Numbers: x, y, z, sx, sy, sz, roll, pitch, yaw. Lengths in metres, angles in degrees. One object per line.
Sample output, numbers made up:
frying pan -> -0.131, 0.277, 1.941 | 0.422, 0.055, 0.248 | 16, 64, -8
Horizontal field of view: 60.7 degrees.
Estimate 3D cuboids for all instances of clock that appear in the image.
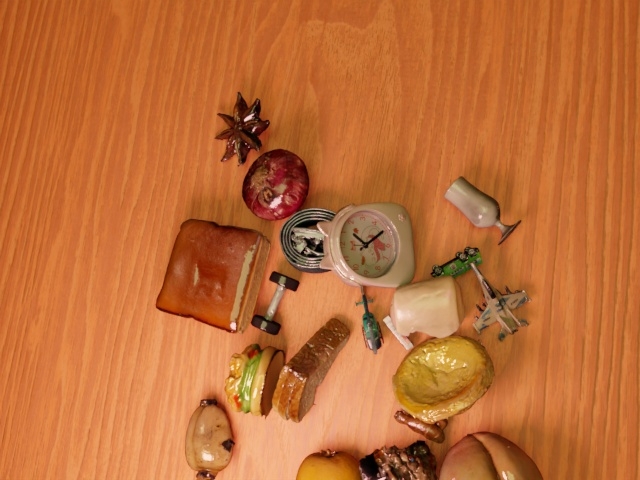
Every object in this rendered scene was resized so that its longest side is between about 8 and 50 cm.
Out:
clock -> 0.132, 0.015, 1.665 | 0.324, 0.108, 0.265 | 2, 81, -26

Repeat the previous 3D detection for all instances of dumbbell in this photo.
dumbbell -> -0.148, 0.203, 1.772 | 0.100, 0.100, 0.191 | 21, 84, 14

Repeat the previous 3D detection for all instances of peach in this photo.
peach -> 0.462, 0.677, 1.492 | 0.292, 0.247, 0.292 | -5, 58, 7

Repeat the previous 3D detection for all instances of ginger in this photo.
ginger -> 0.307, 0.530, 1.636 | 0.162, 0.073, 0.103 | 22, 84, 15

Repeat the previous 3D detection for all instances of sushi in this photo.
sushi -> 0.236, 0.682, 1.547 | 0.219, 0.238, 0.225 | -23, 94, 1

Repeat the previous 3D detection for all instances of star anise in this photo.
star anise -> -0.262, -0.382, 1.909 | 0.272, 0.102, 0.272 | -5, 82, 39

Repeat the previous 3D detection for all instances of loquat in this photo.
loquat -> 0.026, 0.715, 1.598 | 0.208, 0.208, 0.208 | -2, 80, 11

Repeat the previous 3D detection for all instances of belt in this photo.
belt -> 0.000, 0.000, 1.768 | 0.267, 0.116, 0.206 | -2, 76, 7

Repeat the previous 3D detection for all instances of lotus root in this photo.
lotus root -> -0.346, 0.633, 1.719 | 0.154, 0.140, 0.257 | -11, 68, 23

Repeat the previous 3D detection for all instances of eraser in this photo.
eraser -> 0.243, 0.289, 1.702 | 0.029, 0.052, 0.122 | -39, 75, 1

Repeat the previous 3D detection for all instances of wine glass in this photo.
wine glass -> 0.498, -0.096, 1.695 | 0.231, 0.103, 0.103 | 43, 91, 19

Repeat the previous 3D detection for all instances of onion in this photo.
onion -> -0.143, -0.176, 1.787 | 0.246, 0.190, 0.246 | -21, 51, 29

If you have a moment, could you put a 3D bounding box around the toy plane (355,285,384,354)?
toy plane -> 0.150, 0.253, 1.709 | 0.060, 0.096, 0.235 | -15, 60, 6

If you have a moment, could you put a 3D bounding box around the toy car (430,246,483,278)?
toy car -> 0.423, 0.078, 1.697 | 0.165, 0.071, 0.062 | -30, 90, 5

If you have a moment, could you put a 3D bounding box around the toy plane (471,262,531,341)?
toy plane -> 0.519, 0.174, 1.642 | 0.192, 0.088, 0.262 | -33, 90, 2

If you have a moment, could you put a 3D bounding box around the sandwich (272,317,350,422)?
sandwich -> -0.031, 0.409, 1.706 | 0.100, 0.288, 0.254 | 27, 130, 21

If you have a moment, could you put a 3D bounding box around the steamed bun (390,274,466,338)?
steamed bun -> 0.316, 0.214, 1.627 | 0.225, 0.200, 0.170 | -12, 61, 13

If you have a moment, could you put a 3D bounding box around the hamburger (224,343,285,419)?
hamburger -> -0.211, 0.426, 1.690 | 0.149, 0.237, 0.237 | 9, 82, 12

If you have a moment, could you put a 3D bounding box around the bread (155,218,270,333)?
bread -> -0.347, 0.113, 1.784 | 0.324, 0.143, 0.333 | 9, 80, 23

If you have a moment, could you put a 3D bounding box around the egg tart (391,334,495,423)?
egg tart -> 0.359, 0.410, 1.580 | 0.315, 0.315, 0.120 | -28, 116, 5
